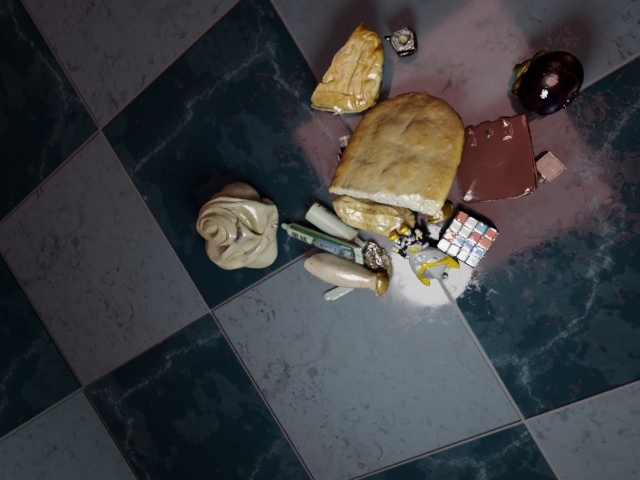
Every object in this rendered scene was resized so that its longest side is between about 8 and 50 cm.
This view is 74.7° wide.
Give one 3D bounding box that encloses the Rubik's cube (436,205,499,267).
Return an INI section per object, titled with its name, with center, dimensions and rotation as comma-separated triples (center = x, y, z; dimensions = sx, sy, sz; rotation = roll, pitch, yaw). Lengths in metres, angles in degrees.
[Rubik's cube]
center = 0.525, -0.016, 1.504
dimensions = 0.154, 0.151, 0.155
rotation = 32, 108, 10

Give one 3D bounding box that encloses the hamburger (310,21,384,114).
[hamburger]
center = 0.131, -0.571, 1.511
dimensions = 0.209, 0.162, 0.330
rotation = 39, 107, 4

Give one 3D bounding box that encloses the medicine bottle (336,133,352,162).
[medicine bottle]
center = 0.112, -0.294, 1.631
dimensions = 0.092, 0.061, 0.221
rotation = -9, 99, 43

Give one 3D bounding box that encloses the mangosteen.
[mangosteen]
center = 0.709, -0.513, 1.336
dimensions = 0.194, 0.194, 0.231
rotation = -48, 64, 20

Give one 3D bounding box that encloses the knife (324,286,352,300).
[knife]
center = 0.087, 0.211, 1.754
dimensions = 0.162, 0.023, 0.044
rotation = -27, 90, 21

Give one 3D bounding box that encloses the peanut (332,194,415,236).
[peanut]
center = 0.197, -0.099, 1.590
dimensions = 0.324, 0.153, 0.140
rotation = 16, 103, 7

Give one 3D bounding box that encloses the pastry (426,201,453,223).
[pastry]
center = 0.437, -0.101, 1.542
dimensions = 0.109, 0.097, 0.057
rotation = -21, 93, 19

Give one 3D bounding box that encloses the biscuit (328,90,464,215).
[biscuit]
center = 0.281, -0.312, 1.452
dimensions = 0.429, 0.104, 0.447
rotation = 24, 88, 35

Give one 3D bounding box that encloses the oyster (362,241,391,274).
[oyster]
center = 0.230, 0.081, 1.670
dimensions = 0.148, 0.051, 0.103
rotation = 34, 116, -2

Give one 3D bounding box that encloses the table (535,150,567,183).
[table]
center = 0.767, -0.246, 1.423
dimensions = 0.083, 0.070, 0.082
rotation = 46, 111, 5

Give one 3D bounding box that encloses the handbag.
[handbag]
center = 0.593, -0.274, 1.439
dimensions = 0.259, 0.084, 0.276
rotation = -6, 99, 38

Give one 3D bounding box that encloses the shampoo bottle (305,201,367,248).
[shampoo bottle]
center = 0.066, -0.050, 1.676
dimensions = 0.262, 0.085, 0.085
rotation = 35, 109, 8

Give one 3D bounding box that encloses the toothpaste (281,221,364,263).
[toothpaste]
center = 0.000, 0.000, 1.680
dimensions = 0.391, 0.061, 0.099
rotation = 22, 148, 28

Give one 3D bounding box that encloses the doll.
[doll]
center = 0.382, 0.058, 1.553
dimensions = 0.316, 0.103, 0.145
rotation = 42, 93, -22

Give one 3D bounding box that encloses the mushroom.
[mushroom]
center = 0.104, 0.130, 1.673
dimensions = 0.349, 0.128, 0.129
rotation = 16, 105, 17

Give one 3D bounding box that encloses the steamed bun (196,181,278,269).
[steamed bun]
center = -0.354, -0.054, 1.720
dimensions = 0.342, 0.255, 0.368
rotation = 9, 102, 18

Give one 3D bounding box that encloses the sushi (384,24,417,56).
[sushi]
center = 0.289, -0.695, 1.477
dimensions = 0.097, 0.084, 0.094
rotation = -17, 99, 24
